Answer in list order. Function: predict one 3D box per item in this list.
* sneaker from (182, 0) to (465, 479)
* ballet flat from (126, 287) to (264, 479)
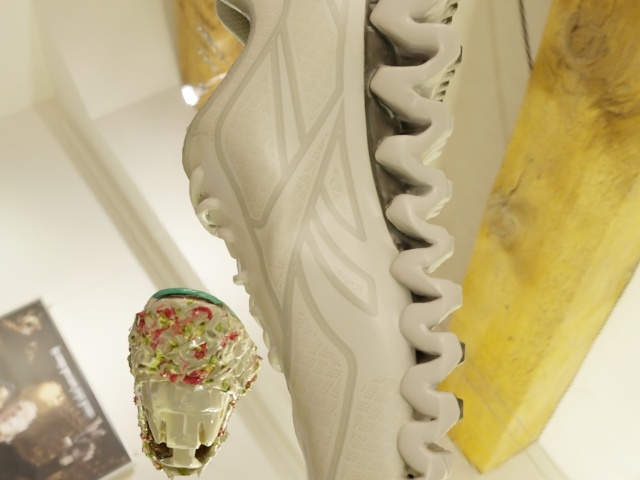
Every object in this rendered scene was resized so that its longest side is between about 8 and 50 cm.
[{"bbox_3d":[0.000,0.000,0.391,0.110,0.118,0.292,98,-7,-75],"label":"sneaker"},{"bbox_3d":[-0.086,0.110,0.612,0.241,0.091,0.077,102,-8,-64],"label":"ballet flat"}]
